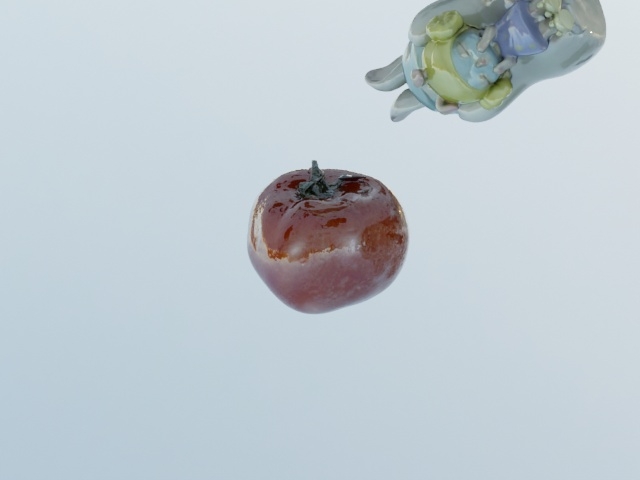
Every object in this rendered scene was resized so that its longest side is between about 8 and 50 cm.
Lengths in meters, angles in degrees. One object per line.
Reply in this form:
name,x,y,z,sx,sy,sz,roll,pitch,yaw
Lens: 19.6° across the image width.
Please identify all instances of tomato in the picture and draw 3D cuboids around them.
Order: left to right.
tomato,0.000,0.000,2.023,0.187,0.151,0.187,1,-149,-1

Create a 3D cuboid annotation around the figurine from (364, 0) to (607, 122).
figurine,0.132,-0.163,1.661,0.235,0.127,0.155,-31,-158,27
